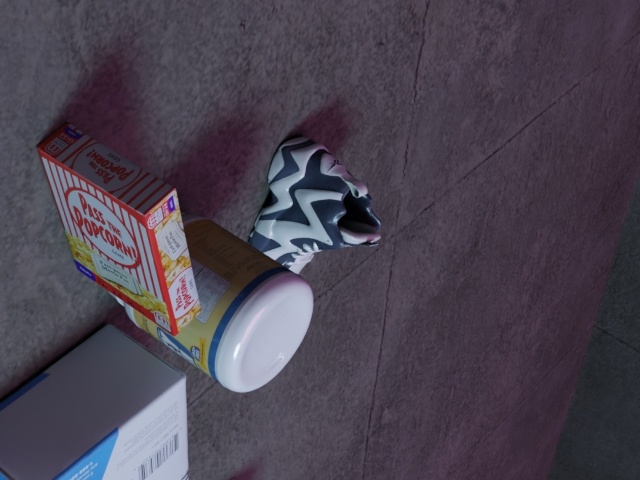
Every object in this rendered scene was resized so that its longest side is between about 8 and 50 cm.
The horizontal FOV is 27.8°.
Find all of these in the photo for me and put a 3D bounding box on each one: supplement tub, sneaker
[{"bbox_3d":[-0.124,0.060,1.418,0.144,0.200,0.144,-41,149,-32],"label":"supplement tub"},{"bbox_3d":[0.000,0.000,1.629,0.094,0.153,0.235,-20,134,-50],"label":"sneaker"}]

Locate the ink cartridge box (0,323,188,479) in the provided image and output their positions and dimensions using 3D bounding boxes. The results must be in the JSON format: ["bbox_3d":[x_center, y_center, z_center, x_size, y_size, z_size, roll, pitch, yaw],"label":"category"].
[{"bbox_3d":[-0.270,0.284,1.484,0.223,0.129,0.307,-39,148,-36],"label":"ink cartridge box"}]

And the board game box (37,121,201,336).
[{"bbox_3d":[-0.195,-0.009,1.279,0.045,0.147,0.193,-45,150,-28],"label":"board game box"}]
